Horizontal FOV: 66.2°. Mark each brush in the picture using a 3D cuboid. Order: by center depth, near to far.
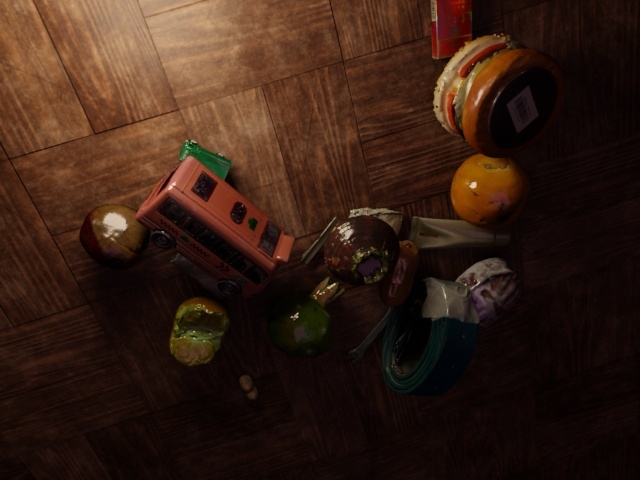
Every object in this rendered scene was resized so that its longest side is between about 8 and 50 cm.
[{"bbox_3d":[0.000,0.000,1.646,0.034,0.027,0.190,37,95,-26],"label":"brush"}]

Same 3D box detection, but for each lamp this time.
[{"bbox_3d":[0.131,0.036,1.533,0.246,0.247,0.247,-4,114,-9],"label":"lamp"}]

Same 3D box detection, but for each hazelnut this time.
[{"bbox_3d":[-0.606,-0.003,1.455,0.207,0.208,0.208,-4,114,-9],"label":"hazelnut"}]

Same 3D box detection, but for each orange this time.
[{"bbox_3d":[0.539,-0.159,1.560,0.245,0.246,0.246,-4,114,-9],"label":"orange"},{"bbox_3d":[-0.397,0.288,1.620,0.179,0.158,0.238,13,110,-15],"label":"orange"}]

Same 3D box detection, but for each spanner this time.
[{"bbox_3d":[0.204,0.349,1.839,0.071,0.017,0.302,34,104,-22],"label":"spanner"}]

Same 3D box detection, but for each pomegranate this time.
[{"bbox_3d":[-0.043,0.252,1.656,0.236,0.236,0.302,39,78,-23],"label":"pomegranate"}]

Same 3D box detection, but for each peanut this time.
[{"bbox_3d":[-0.265,0.545,1.817,0.053,0.054,0.113,-23,112,0],"label":"peanut"}]

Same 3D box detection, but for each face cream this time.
[{"bbox_3d":[0.480,-0.022,1.701,0.340,0.084,0.138,0,123,-3],"label":"face cream"}]

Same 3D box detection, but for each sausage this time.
[{"bbox_3d":[0.266,0.112,1.685,0.120,0.136,0.242,11,107,-2],"label":"sausage"}]

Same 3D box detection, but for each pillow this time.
[{"bbox_3d":[-0.358,0.091,1.603,0.148,0.050,0.230,-38,118,12],"label":"pillow"}]

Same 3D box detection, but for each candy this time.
[{"bbox_3d":[0.586,0.198,1.768,0.289,0.157,0.214,-44,123,11],"label":"candy"}]

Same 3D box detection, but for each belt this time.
[{"bbox_3d":[0.374,0.338,1.699,0.172,0.300,0.437,8,112,-26],"label":"belt"}]

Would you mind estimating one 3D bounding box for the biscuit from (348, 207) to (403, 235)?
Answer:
[{"bbox_3d":[0.160,-0.029,1.654,0.265,0.040,0.188,-35,117,6],"label":"biscuit"}]

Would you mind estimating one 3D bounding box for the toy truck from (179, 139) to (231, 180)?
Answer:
[{"bbox_3d":[-0.342,-0.236,1.446,0.147,0.079,0.065,24,107,-17],"label":"toy truck"}]

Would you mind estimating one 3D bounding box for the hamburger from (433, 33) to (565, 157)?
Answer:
[{"bbox_3d":[0.507,-0.416,1.420,0.329,0.250,0.330,-15,129,-19],"label":"hamburger"}]

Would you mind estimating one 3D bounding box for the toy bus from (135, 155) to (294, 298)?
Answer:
[{"bbox_3d":[-0.293,-0.032,1.438,0.426,0.203,0.233,39,130,-23],"label":"toy bus"}]

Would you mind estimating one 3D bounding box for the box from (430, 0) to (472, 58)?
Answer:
[{"bbox_3d":[0.380,-0.628,1.426,0.112,0.048,0.175,-12,115,-6],"label":"box"}]
